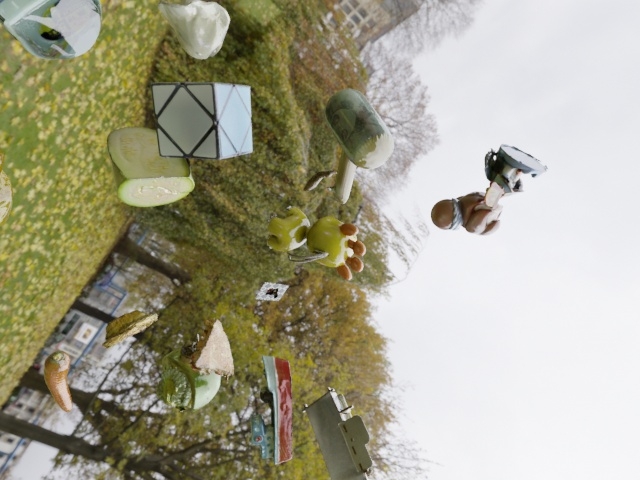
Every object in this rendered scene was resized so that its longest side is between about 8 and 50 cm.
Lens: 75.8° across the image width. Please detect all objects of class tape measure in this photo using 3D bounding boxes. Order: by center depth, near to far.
[{"bbox_3d":[-0.752,-0.636,1.143,0.259,0.138,0.262,-45,177,-14],"label":"tape measure"}]

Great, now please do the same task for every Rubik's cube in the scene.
[{"bbox_3d":[-0.334,-0.349,1.193,0.208,0.204,0.205,6,-161,18],"label":"Rubik's cube"}]

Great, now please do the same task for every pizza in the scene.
[{"bbox_3d":[-0.318,0.323,1.157,0.062,0.188,0.199,-19,176,11],"label":"pizza"}]

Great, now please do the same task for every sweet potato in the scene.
[{"bbox_3d":[-0.011,-0.225,1.507,0.153,0.041,0.038,-27,-128,31],"label":"sweet potato"}]

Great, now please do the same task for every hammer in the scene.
[{"bbox_3d":[0.070,-0.202,1.022,0.305,0.113,0.201,106,-35,-55],"label":"hammer"}]

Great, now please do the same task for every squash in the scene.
[{"bbox_3d":[-0.569,-0.286,1.353,0.210,0.234,0.308,-42,-119,56],"label":"squash"}]

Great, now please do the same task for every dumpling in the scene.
[{"bbox_3d":[-0.482,-0.787,1.517,0.318,0.243,0.187,12,-86,46],"label":"dumpling"}]

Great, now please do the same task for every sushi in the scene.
[{"bbox_3d":[-0.226,0.228,1.897,0.120,0.126,0.026,-55,-141,33],"label":"sushi"}]

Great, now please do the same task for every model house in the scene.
[{"bbox_3d":[0.080,0.666,1.358,0.169,0.244,0.326,-23,-118,-5],"label":"model house"}]

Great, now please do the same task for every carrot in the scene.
[{"bbox_3d":[-0.729,0.392,1.145,0.062,0.066,0.271,59,-42,41],"label":"carrot"}]

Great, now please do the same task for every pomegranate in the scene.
[{"bbox_3d":[-0.519,0.526,1.647,0.260,0.261,0.340,-101,-149,-60],"label":"pomegranate"}]

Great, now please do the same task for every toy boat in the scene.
[{"bbox_3d":[-0.165,0.538,1.336,0.145,0.133,0.331,174,-85,-78],"label":"toy boat"}]

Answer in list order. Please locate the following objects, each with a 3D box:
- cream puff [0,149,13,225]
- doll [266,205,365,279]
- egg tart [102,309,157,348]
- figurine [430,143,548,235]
[{"bbox_3d":[-0.729,-0.143,0.701,0.270,0.323,0.274,-1,-159,43],"label":"cream puff"},{"bbox_3d":[0.000,0.000,0.910,0.135,0.221,0.142,-38,144,-47],"label":"doll"},{"bbox_3d":[-0.428,0.190,0.915,0.129,0.049,0.129,-32,178,-1],"label":"egg tart"},{"bbox_3d":[0.637,-0.177,1.595,0.248,0.277,0.388,49,-48,31],"label":"figurine"}]
